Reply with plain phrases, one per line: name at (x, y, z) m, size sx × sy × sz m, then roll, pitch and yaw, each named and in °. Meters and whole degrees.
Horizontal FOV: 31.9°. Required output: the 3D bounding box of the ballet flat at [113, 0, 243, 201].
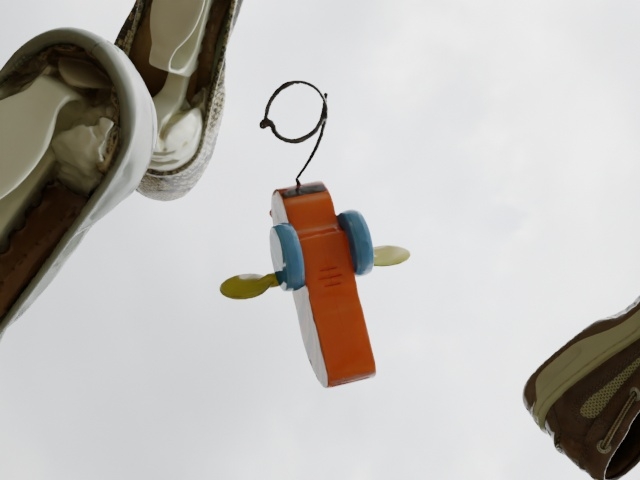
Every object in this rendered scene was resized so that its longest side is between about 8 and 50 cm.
ballet flat at (-0.189, -0.233, 1.411) m, size 0.164 × 0.182 × 0.482 m, roll 16°, pitch -62°, yaw -5°

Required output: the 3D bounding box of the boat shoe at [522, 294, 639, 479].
boat shoe at (0.256, 0.061, 0.726) m, size 0.257 × 0.095 × 0.095 m, roll -46°, pitch -132°, yaw 15°

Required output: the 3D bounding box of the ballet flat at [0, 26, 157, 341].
ballet flat at (-0.133, 0.017, 0.363) m, size 0.072 × 0.068 × 0.213 m, roll 35°, pitch -101°, yaw 5°

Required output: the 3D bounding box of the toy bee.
toy bee at (0.000, 0.000, 1.187) m, size 0.162 × 0.195 × 0.298 m, roll 179°, pitch -79°, yaw -77°
